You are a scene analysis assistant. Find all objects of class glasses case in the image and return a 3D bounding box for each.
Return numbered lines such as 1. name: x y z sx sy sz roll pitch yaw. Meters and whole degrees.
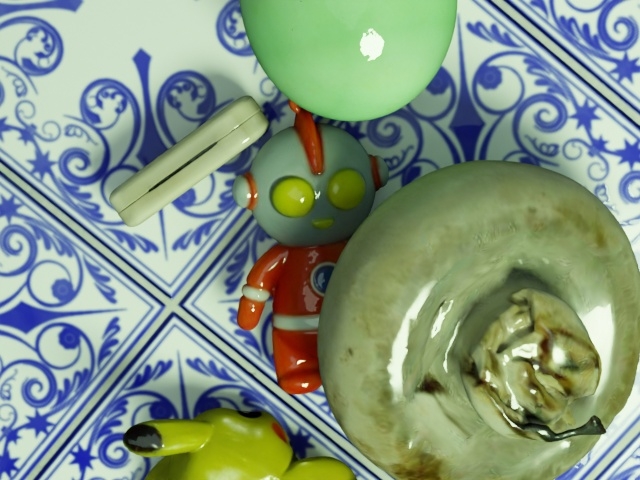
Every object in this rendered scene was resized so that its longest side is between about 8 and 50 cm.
1. glasses case: -0.144 -0.087 1.511 0.196 0.083 0.050 -35 99 12

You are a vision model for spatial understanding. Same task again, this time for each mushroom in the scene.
1. mushroom: 0.180 0.101 1.398 0.362 0.294 0.362 -6 108 -20

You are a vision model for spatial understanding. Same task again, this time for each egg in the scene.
1. egg: 0.028 -0.256 1.394 0.220 0.220 0.270 -6 89 5

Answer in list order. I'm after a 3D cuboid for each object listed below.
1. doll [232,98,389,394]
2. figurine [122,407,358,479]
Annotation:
1. doll: 0.000 0.000 1.505 0.199 0.105 0.337 -7 102 -8
2. figurine: -0.065 0.298 1.547 0.326 0.218 0.169 36 61 4
